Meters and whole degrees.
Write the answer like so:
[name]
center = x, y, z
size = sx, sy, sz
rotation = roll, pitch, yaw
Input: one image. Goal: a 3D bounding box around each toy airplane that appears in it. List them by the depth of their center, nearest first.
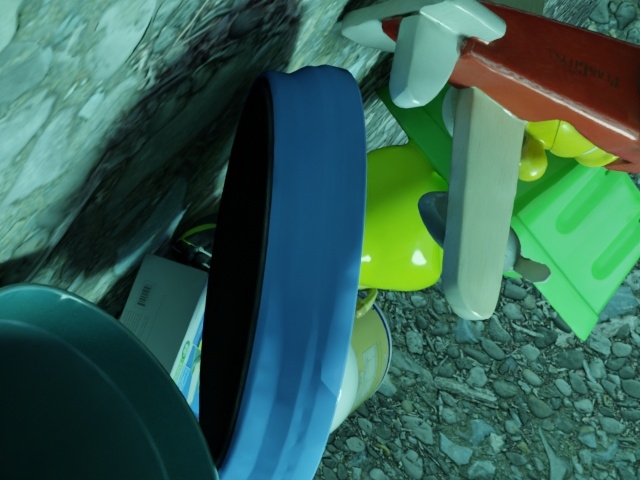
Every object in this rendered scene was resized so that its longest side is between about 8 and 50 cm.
[toy airplane]
center = 0.188, -0.159, 1.448
size = 0.386, 0.384, 0.272
rotation = -33, -176, -25

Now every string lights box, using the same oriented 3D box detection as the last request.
[string lights box]
center = -0.146, 0.116, 1.549
size = 0.259, 0.077, 0.133
rotation = 55, 53, -71

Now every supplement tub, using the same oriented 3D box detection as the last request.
[supplement tub]
center = -0.032, 0.199, 2.325
size = 0.241, 0.241, 0.331
rotation = -50, 172, 17

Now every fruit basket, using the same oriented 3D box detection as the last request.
[fruit basket]
center = 0.162, -0.033, 1.718
size = 0.392, 0.392, 0.283
rotation = -47, 128, -4

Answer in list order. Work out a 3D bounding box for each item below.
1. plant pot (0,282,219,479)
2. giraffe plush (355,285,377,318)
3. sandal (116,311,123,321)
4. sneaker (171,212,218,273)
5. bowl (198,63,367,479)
[plant pot]
center = -0.261, 0.213, 1.112
size = 0.255, 0.271, 0.272
rotation = -35, 178, 22
[giraffe plush]
center = 0.000, 0.000, 1.881
size = 0.170, 0.210, 0.181
rotation = 2, -126, 55
[sandal]
center = -0.296, 0.234, 1.519
size = 0.416, 0.102, 0.169
rotation = -57, 160, -36
[sneaker]
center = -0.089, 0.001, 1.590
size = 0.121, 0.111, 0.300
rotation = -60, 178, -10
[bowl]
center = -0.044, 0.035, 1.252
size = 0.391, 0.077, 0.391
rotation = -172, -90, -79
